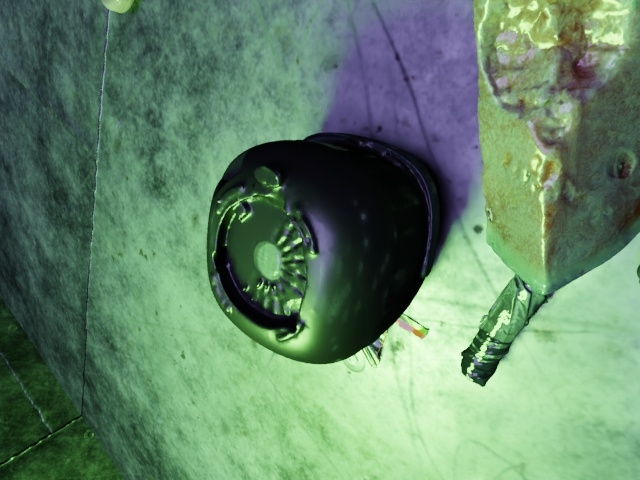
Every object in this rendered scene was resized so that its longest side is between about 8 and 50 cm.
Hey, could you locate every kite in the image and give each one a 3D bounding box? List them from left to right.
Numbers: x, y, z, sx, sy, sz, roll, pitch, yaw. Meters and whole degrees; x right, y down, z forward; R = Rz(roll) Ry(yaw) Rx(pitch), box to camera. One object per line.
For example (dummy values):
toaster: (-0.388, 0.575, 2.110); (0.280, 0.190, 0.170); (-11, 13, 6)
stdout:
kite: (0.076, 0.085, 0.611); (0.183, 0.014, 0.242); (29, 121, 27)

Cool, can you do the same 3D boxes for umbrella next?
umbrella: (0.216, 0.090, 0.482); (0.046, 0.050, 0.189); (47, 133, 42)

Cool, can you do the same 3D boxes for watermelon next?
watermelon: (0.188, -0.125, 0.322); (0.148, 0.225, 0.319); (45, 121, 52)

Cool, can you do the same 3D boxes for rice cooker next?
rice cooker: (0.000, 0.000, 0.496); (0.266, 0.224, 0.268); (8, 103, 37)

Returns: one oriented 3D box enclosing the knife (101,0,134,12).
knife: (-0.275, -0.512, 0.671); (0.335, 0.043, 0.081); (-32, 78, 35)

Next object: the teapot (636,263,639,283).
teapot: (0.319, 0.006, 0.370); (0.049, 0.064, 0.084); (11, 114, 1)
